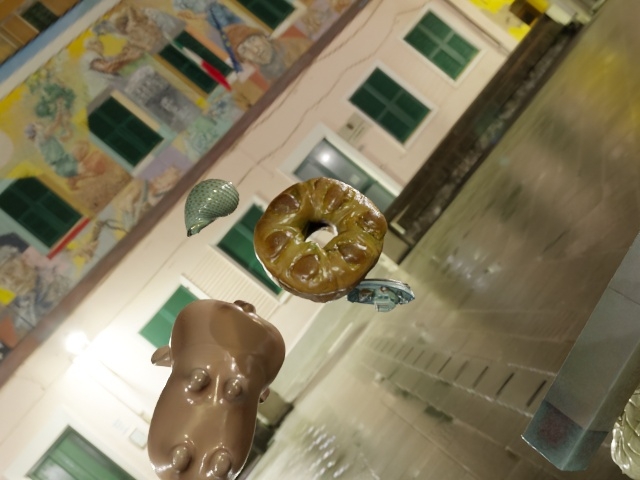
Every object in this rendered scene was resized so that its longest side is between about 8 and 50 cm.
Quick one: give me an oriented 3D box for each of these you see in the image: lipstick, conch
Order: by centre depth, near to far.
[{"bbox_3d":[-0.146,-0.045,0.825,0.085,0.056,0.076,-32,-4,-22],"label":"conch"},{"bbox_3d":[0.410,0.141,0.887,0.080,0.076,0.371,37,106,49],"label":"lipstick"}]

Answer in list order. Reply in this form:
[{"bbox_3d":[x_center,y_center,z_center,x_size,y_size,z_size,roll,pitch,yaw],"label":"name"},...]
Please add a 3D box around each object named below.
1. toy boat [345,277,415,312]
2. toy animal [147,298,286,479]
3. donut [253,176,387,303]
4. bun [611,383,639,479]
[{"bbox_3d":[0.116,0.111,1.271,0.066,0.140,0.059,-76,-19,-45],"label":"toy boat"},{"bbox_3d":[-0.180,0.258,1.104,0.269,0.237,0.326,152,138,-72],"label":"toy animal"},{"bbox_3d":[-0.001,-0.002,1.107,0.226,0.226,0.114,-51,-17,-22],"label":"donut"},{"bbox_3d":[0.645,0.360,1.242,0.229,0.145,0.229,-43,-32,-35],"label":"bun"}]
